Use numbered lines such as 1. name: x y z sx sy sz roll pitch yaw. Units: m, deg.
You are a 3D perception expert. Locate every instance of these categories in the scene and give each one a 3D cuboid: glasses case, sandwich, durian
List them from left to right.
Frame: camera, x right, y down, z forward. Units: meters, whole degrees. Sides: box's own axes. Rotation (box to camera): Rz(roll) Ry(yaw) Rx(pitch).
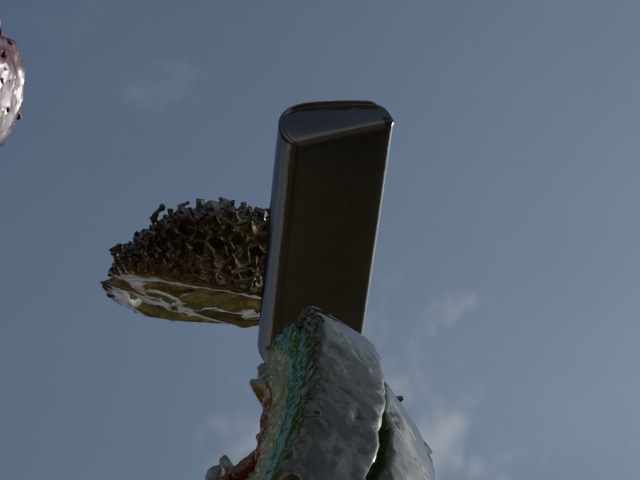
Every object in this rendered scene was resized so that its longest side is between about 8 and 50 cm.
1. durian: -0.066 0.016 1.289 0.188 0.091 0.148 21 -23 -26
2. sandwich: -0.017 0.138 0.908 0.109 0.185 0.160 42 -68 -12
3. glasses case: 0.001 -0.001 1.119 0.072 0.042 0.190 -5 -51 -15

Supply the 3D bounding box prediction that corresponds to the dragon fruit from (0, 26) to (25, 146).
1. dragon fruit: -0.374 -0.126 1.210 0.329 0.329 0.329 3 -58 5
